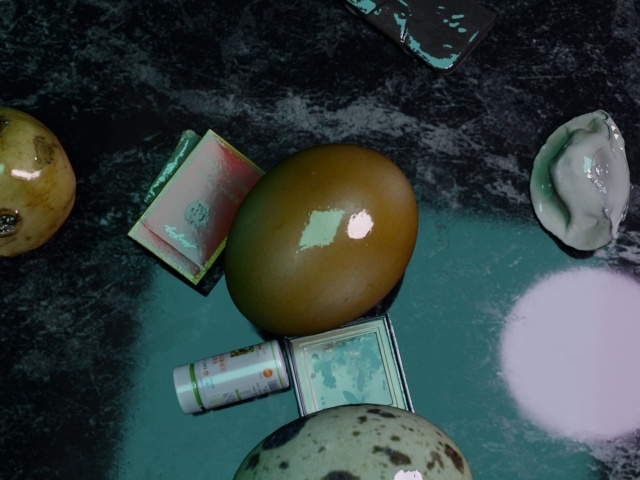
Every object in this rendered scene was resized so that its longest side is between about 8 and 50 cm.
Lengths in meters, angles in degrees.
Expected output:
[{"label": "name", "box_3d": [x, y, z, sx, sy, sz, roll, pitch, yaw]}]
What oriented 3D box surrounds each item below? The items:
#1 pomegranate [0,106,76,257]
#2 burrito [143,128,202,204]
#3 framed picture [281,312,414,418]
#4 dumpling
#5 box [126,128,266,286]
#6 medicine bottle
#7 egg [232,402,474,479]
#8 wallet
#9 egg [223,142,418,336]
[{"label": "pomegranate", "box_3d": [-0.554, -0.098, 1.496, 0.260, 0.260, 0.260, 0, 77, 2]}, {"label": "burrito", "box_3d": [-0.269, -0.126, 1.583, 0.042, 0.051, 0.171, 28, 81, 26]}, {"label": "framed picture", "box_3d": [0.047, 0.239, 1.508, 0.199, 0.010, 0.195, -13, 77, -1]}, {"label": "dumpling", "box_3d": [0.451, -0.106, 1.532, 0.172, 0.142, 0.247, -3, 81, 37]}, {"label": "box", "box_3d": [-0.211, -0.057, 1.538, 0.153, 0.074, 0.240, 38, 79, -12]}, {"label": "medicine bottle", "box_3d": [-0.151, 0.232, 1.477, 0.183, 0.086, 0.086, -15, 77, -3]}, {"label": "egg", "box_3d": [0.046, 0.394, 1.330, 0.379, 0.287, 0.288, 3, 77, 0]}, {"label": "wallet", "box_3d": [0.168, -0.455, 1.653, 0.309, 0.042, 0.165, 40, 79, 10]}, {"label": "egg", "box_3d": [0.000, 0.000, 1.426, 0.282, 0.282, 0.351, 40, 83, 10]}]
